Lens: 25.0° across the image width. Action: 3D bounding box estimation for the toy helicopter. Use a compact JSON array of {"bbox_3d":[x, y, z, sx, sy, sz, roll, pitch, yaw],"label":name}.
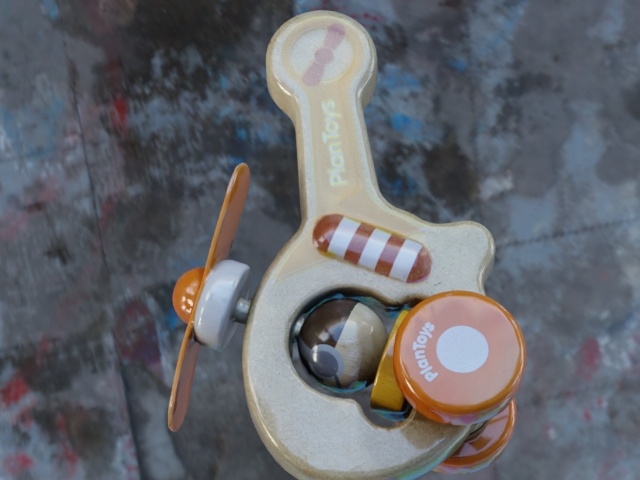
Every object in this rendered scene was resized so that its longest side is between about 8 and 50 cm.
[{"bbox_3d":[0.000,0.000,0.995,0.235,0.355,0.140,-8,155,1],"label":"toy helicopter"}]
